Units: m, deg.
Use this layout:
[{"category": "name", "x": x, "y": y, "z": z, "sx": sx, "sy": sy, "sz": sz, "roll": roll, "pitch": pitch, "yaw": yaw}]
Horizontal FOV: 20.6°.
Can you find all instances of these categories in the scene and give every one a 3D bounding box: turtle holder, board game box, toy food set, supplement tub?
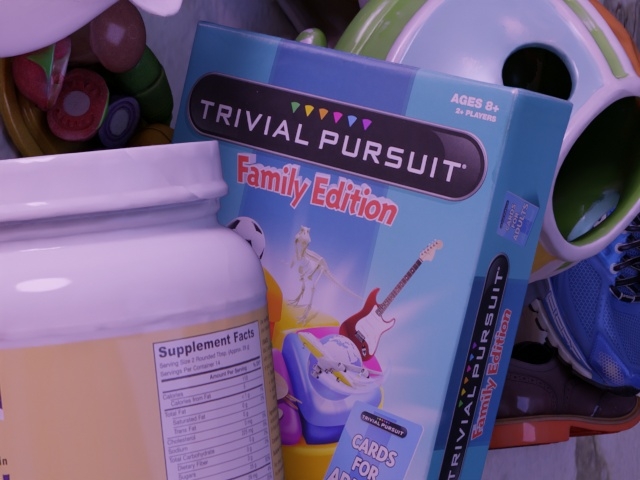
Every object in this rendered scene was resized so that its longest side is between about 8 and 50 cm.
[{"category": "turtle holder", "x": 0.105, "y": -0.071, "z": 1.301, "sx": 0.320, "sy": 0.227, "sz": 0.243, "roll": -26, "pitch": 126, "yaw": -32}, {"category": "board game box", "x": -0.001, "y": 0.046, "z": 1.146, "sx": 0.079, "sy": 0.253, "sz": 0.336, "roll": 5, "pitch": 99, "yaw": -55}, {"category": "toy food set", "x": -0.146, "y": -0.100, "z": 1.177, "sx": 0.218, "sy": 0.071, "sz": 0.128, "roll": 59, "pitch": 43, "yaw": -35}, {"category": "supplement tub", "x": -0.142, "y": 0.116, "z": 1.015, "sx": 0.241, "sy": 0.241, "sz": 0.331, "roll": -11, "pitch": 96, "yaw": -56}]

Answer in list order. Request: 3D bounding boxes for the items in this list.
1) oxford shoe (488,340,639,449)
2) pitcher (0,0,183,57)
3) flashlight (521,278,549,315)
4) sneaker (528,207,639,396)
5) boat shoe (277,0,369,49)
[{"category": "oxford shoe", "x": 0.235, "y": 0.143, "z": 1.706, "sx": 0.271, "sy": 0.097, "sz": 0.098, "roll": 1, "pitch": 81, "yaw": -56}, {"category": "pitcher", "x": -0.156, "y": -0.191, "z": 1.049, "sx": 0.178, "sy": 0.207, "sz": 0.125, "roll": -58, "pitch": 133, "yaw": -41}, {"category": "flashlight", "x": 0.124, "y": -0.065, "z": 1.544, "sx": 0.103, "sy": 0.103, "sz": 0.304, "roll": -37, "pitch": 123, "yaw": -20}, {"category": "sneaker", "x": 0.278, "y": -0.015, "z": 1.691, "sx": 0.129, "sy": 0.147, "sz": 0.330, "roll": 16, "pitch": 63, "yaw": -53}, {"category": "boat shoe", "x": -0.038, "y": -0.255, "z": 1.317, "sx": 0.367, "sy": 0.135, "sz": 0.156, "roll": 58, "pitch": 46, "yaw": -49}]
